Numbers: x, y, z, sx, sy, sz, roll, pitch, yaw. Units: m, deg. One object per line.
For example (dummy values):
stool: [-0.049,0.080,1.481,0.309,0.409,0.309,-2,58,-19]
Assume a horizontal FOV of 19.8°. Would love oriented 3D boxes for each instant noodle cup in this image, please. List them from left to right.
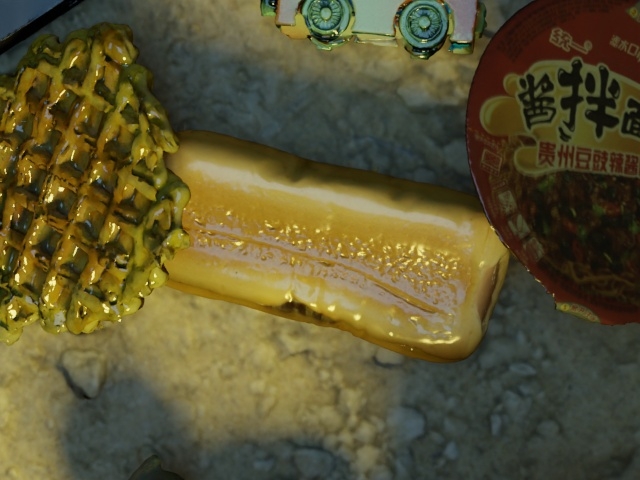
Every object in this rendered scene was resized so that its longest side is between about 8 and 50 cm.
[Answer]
instant noodle cup: [0.213,-0.060,1.451,0.274,0.091,0.274,6,77,-24]

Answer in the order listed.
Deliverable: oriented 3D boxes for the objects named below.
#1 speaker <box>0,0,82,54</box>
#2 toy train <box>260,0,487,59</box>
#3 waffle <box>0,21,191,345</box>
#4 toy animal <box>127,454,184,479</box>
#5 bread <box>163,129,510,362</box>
speaker: [-0.278,-0.203,1.544,0.218,0.044,0.082,-32,87,4]
toy train: [0.045,-0.203,1.500,0.188,0.072,0.099,7,91,5]
waffle: [-0.206,-0.046,1.483,0.245,0.052,0.254,-28,73,33]
toy animal: [-0.104,0.306,1.499,0.127,0.125,0.251,-46,106,-25]
bread: [0.000,0.000,1.494,0.305,0.091,0.142,16,97,5]
